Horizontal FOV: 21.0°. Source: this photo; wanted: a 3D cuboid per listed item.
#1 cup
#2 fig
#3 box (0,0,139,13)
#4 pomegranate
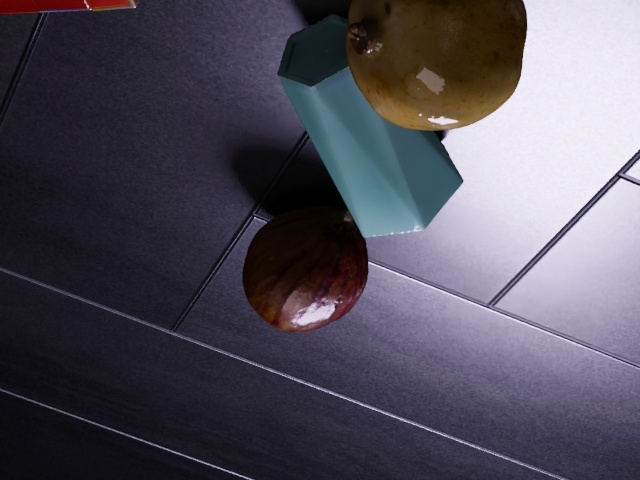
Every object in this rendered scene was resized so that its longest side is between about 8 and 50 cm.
[{"bbox_3d":[0.052,-0.127,1.891,0.148,0.134,0.235,-8,139,22],"label":"cup"},{"bbox_3d":[0.001,0.022,2.113,0.202,0.148,0.149,-32,171,7],"label":"fig"},{"bbox_3d":[-0.288,-0.295,1.836,0.175,0.048,0.112,-1,142,18],"label":"box"},{"bbox_3d":[0.107,-0.198,1.723,0.196,0.196,0.196,9,145,6],"label":"pomegranate"}]
